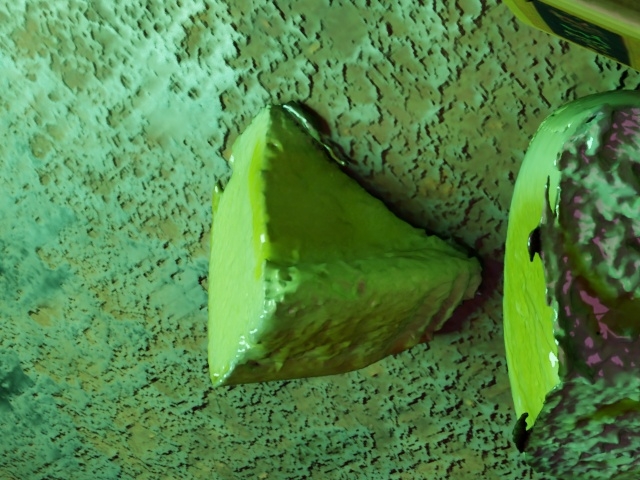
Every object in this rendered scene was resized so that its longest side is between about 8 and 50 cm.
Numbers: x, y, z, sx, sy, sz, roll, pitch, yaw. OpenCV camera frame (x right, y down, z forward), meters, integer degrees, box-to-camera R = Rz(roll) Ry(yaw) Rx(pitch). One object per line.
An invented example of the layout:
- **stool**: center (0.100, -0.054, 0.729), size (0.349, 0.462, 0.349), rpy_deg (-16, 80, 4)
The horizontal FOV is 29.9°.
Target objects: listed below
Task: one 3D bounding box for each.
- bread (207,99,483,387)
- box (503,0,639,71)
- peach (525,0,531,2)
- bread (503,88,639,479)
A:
- **bread**: center (0.000, 0.000, 0.799), size (0.140, 0.169, 0.160), rpy_deg (-58, 45, 48)
- **box**: center (0.207, -0.082, 0.485), size (0.274, 0.174, 0.076), rpy_deg (25, 97, 14)
- **peach**: center (0.092, -0.279, 0.268), size (0.406, 0.335, 0.310), rpy_deg (47, 145, -7)
- **bread**: center (0.172, 0.013, 0.619), size (0.158, 0.156, 0.261), rpy_deg (-3, 151, 0)
